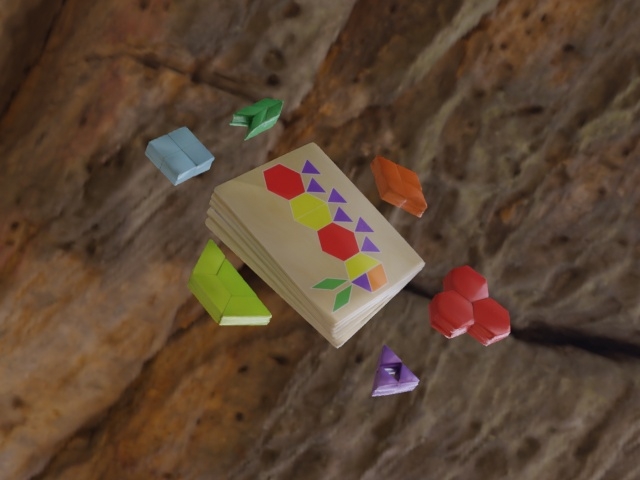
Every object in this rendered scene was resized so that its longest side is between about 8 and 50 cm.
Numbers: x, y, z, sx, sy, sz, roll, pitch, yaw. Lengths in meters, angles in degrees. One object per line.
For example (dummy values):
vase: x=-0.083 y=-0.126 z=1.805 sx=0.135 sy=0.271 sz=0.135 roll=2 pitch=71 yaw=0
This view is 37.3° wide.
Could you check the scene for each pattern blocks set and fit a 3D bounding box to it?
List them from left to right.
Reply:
pattern blocks set: x=0.000 y=0.000 z=0.878 sx=0.325 sy=0.285 sz=0.026 roll=55 pitch=-39 yaw=20
